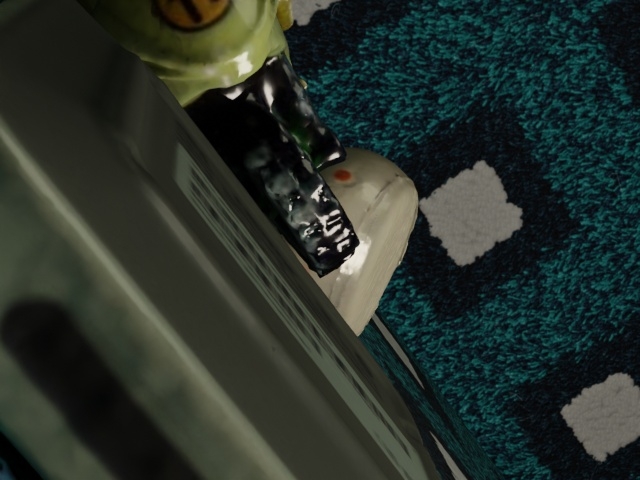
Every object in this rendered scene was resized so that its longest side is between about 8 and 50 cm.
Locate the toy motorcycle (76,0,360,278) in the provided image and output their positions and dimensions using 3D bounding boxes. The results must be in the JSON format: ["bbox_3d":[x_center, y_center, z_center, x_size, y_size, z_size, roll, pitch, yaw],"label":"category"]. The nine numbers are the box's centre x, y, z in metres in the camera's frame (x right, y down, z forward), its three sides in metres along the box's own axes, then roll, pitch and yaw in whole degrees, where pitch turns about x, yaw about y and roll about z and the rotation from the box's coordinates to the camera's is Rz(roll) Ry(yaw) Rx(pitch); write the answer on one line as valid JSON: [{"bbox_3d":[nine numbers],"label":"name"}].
[{"bbox_3d":[-0.110,-0.139,0.834,0.410,0.168,0.237,43,-20,47],"label":"toy motorcycle"}]

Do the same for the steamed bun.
[{"bbox_3d":[0.000,0.000,1.045,0.130,0.177,0.228,26,-4,11],"label":"steamed bun"}]

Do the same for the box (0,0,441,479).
[{"bbox_3d":[-0.043,0.051,0.553,0.367,0.090,0.373,54,4,-17],"label":"box"}]
